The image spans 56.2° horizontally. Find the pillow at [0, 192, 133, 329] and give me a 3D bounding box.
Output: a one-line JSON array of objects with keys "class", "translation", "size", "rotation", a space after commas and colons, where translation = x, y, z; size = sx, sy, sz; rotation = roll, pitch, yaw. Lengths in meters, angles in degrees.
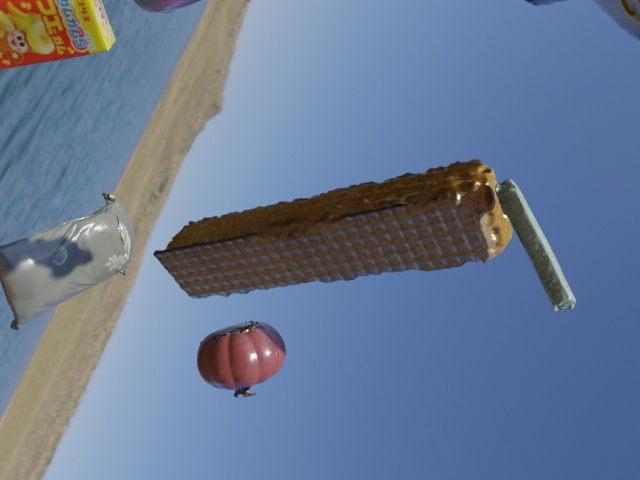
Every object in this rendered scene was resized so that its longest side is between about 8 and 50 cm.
[{"class": "pillow", "translation": [-0.408, 0.035, 0.989], "size": [0.255, 0.059, 0.169], "rotation": [-36, 139, -48]}]

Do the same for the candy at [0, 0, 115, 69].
[{"class": "candy", "translation": [-0.589, -0.449, 1.250], "size": [0.088, 0.276, 0.146], "rotation": [-98, 179, -56]}]

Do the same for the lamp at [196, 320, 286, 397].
[{"class": "lamp", "translation": [-0.157, 0.238, 1.203], "size": [0.182, 0.182, 0.140], "rotation": [-175, -108, -70]}]

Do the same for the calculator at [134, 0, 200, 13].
[{"class": "calculator", "translation": [-0.088, -0.296, 0.552], "size": [0.186, 0.041, 0.298], "rotation": [-16, -137, 19]}]

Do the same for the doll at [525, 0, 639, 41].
[{"class": "doll", "translation": [0.305, -0.241, 0.514], "size": [0.348, 0.423, 0.161], "rotation": [-15, 130, -61]}]

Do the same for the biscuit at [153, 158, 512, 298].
[{"class": "biscuit", "translation": [0.000, 0.000, 0.629], "size": [0.379, 0.094, 0.054], "rotation": [-11, -142, 28]}]

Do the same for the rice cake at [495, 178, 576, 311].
[{"class": "rice cake", "translation": [0.173, 0.002, 0.490], "size": [0.022, 0.022, 0.121], "rotation": [-27, -121, 20]}]
